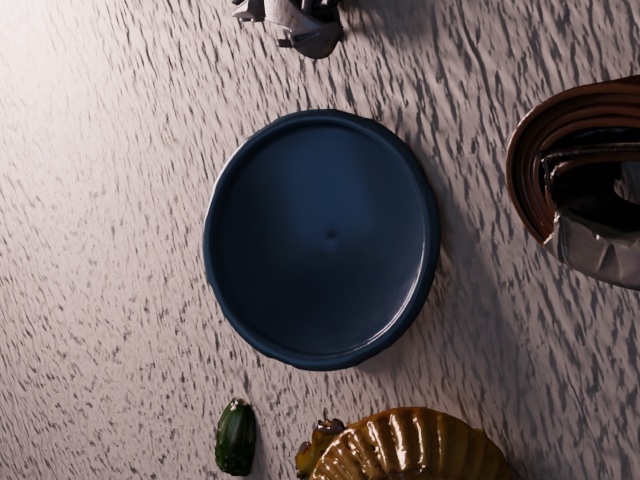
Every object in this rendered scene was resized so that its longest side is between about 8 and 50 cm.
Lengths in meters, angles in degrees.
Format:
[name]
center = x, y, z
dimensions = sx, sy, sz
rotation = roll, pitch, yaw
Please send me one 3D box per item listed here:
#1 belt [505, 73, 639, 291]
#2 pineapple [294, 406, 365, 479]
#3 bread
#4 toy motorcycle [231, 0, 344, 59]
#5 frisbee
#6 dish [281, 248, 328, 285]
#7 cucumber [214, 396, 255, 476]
[belt]
center = 0.283, -0.049, 1.235
dimensions = 0.261, 0.105, 0.184
rotation = 0, 102, 49
[pineapple]
center = 0.056, 0.300, 1.684
dimensions = 0.225, 0.076, 0.225
rotation = 18, 115, 45
[bread]
center = 0.094, 0.292, 1.516
dimensions = 0.139, 0.240, 0.240
rotation = -96, -4, -80
[toy motorcycle]
center = -0.033, -0.261, 1.577
dimensions = 0.215, 0.080, 0.123
rotation = 15, 113, 54
[frisbee]
center = 0.003, -0.001, 1.594
dimensions = 0.289, 0.049, 0.290
rotation = 0, 89, 26
[dish]
center = -0.056, 0.030, 1.717
dimensions = 0.243, 0.080, 0.182
rotation = 33, 128, 42
[cucumber]
center = -0.118, 0.258, 1.926
dimensions = 0.067, 0.035, 0.107
rotation = 35, 128, 41
